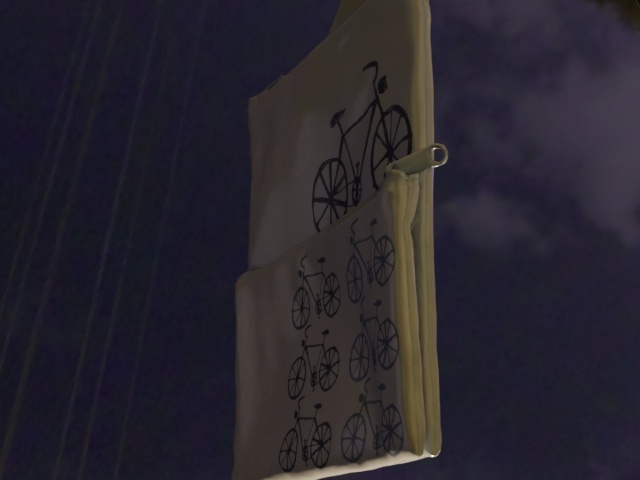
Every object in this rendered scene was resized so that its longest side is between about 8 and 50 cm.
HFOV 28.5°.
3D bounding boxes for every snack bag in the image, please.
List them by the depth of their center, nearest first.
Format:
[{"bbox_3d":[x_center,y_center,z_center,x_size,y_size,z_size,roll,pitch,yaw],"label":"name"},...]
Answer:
[{"bbox_3d":[0.000,0.000,0.898,0.037,0.323,0.342,7,-106,-22],"label":"snack bag"}]

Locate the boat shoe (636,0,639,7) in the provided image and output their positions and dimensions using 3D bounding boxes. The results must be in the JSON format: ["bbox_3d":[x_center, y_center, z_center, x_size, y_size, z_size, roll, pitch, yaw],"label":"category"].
[{"bbox_3d":[0.290,-0.231,0.999,0.307,0.110,0.104,58,-170,-4],"label":"boat shoe"}]

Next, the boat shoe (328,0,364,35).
[{"bbox_3d":[0.062,-0.293,1.520,0.077,0.219,0.070,13,-159,16],"label":"boat shoe"}]
